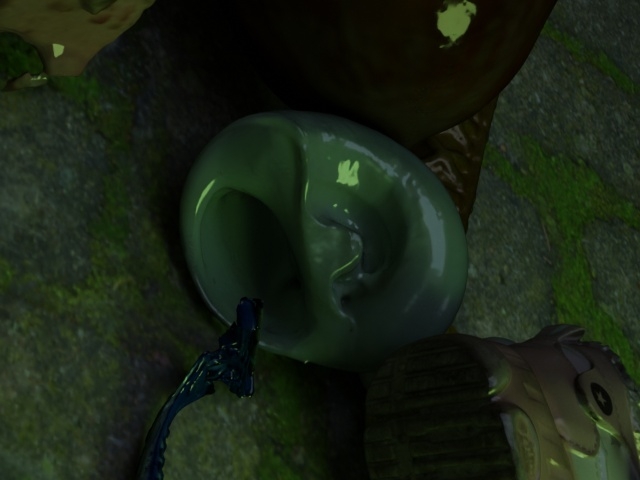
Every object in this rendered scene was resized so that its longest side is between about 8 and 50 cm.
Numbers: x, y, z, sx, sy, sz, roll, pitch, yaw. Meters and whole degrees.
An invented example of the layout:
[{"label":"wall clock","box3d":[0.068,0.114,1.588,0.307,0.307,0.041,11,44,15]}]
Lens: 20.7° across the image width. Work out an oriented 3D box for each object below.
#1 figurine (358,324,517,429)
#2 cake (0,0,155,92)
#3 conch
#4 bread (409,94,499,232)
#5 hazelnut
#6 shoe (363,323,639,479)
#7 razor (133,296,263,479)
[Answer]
[{"label":"figurine","box3d":[0.103,0.126,1.361,0.178,0.109,0.130,31,75,-35]},{"label":"cake","box3d":[-0.201,-0.308,1.069,0.306,0.314,0.293,16,57,-41]},{"label":"conch","box3d":[0.000,0.002,1.265,0.221,0.121,0.185,45,73,-9]},{"label":"bread","box3d":[0.107,-0.091,1.480,0.077,0.084,0.367,15,50,4]},{"label":"hazelnut","box3d":[0.054,-0.260,1.323,0.366,0.366,0.366,26,52,-38]},{"label":"shoe","box3d":[0.165,0.226,1.241,0.198,0.172,0.351,-13,97,-43]},{"label":"razor","box3d":[-0.103,0.184,1.118,0.056,0.093,0.324,14,54,4]}]
